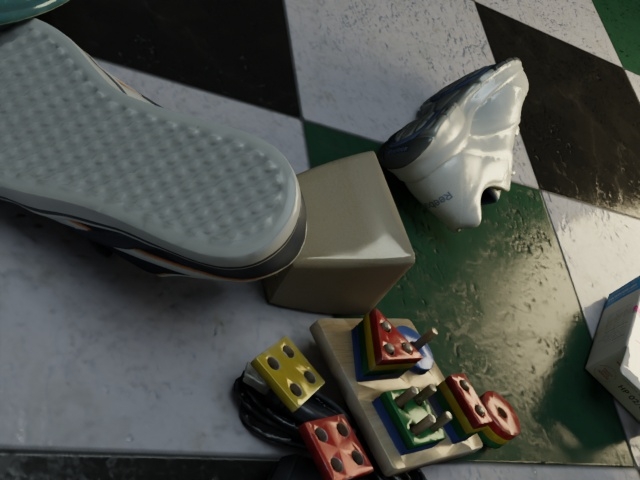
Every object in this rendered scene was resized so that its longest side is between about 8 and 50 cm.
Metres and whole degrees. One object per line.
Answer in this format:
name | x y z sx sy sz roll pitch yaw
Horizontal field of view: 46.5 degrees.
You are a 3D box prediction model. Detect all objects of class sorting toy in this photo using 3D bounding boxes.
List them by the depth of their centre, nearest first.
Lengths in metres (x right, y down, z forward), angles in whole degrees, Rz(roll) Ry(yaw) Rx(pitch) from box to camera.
sorting toy | 0.068 0.111 0.599 0.274 0.046 0.132 7 46 -48

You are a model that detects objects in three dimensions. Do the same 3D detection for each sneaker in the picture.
sneaker | -0.157 -0.056 0.545 0.321 0.127 0.126 28 78 14
sneaker | 0.171 -0.113 0.852 0.129 0.111 0.297 56 47 -12

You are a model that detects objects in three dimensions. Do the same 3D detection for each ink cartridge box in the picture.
ink cartridge box | 0.360 0.131 0.823 0.104 0.061 0.181 44 44 -1

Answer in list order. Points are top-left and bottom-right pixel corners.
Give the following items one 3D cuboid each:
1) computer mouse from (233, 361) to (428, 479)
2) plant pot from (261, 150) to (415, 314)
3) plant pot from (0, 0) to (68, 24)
computer mouse | -0.011 0.213 0.484 0.188 0.072 0.272 37 45 -10
plant pot | 0.000 0.000 0.628 0.096 0.109 0.109 -6 63 -26
plant pot | -0.283 -0.314 0.474 0.271 0.255 0.272 10 41 -9
